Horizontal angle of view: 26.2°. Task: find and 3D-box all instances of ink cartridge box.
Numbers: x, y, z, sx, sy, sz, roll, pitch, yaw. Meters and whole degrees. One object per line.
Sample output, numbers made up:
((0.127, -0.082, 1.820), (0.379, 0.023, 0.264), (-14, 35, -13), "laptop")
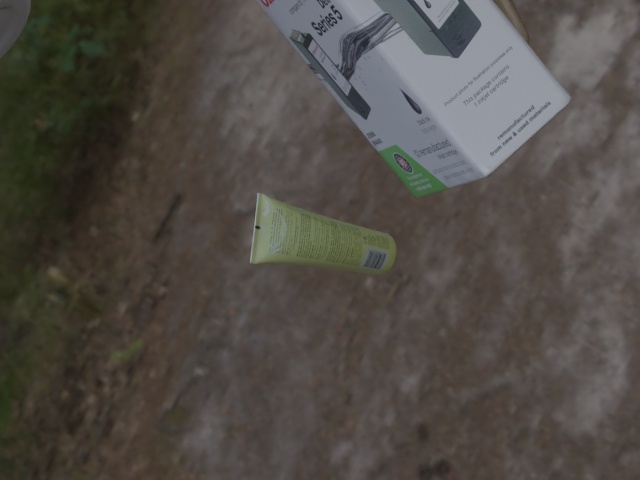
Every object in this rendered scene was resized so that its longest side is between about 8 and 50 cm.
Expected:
((0.070, -0.183, 1.242), (0.115, 0.273, 0.198), (-42, 6, -13), "ink cartridge box")

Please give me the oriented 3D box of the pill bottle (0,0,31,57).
((-0.354, -0.236, 1.210), (0.103, 0.184, 0.103), (-49, -9, -10), "pill bottle")

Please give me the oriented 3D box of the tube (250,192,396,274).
((0.000, 0.000, 1.849), (0.062, 0.240, 0.070), (-49, 51, 28), "tube")

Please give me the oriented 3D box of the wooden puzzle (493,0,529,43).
((0.140, -0.383, 2.025), (0.080, 0.322, 0.348), (-29, -2, 38), "wooden puzzle")
